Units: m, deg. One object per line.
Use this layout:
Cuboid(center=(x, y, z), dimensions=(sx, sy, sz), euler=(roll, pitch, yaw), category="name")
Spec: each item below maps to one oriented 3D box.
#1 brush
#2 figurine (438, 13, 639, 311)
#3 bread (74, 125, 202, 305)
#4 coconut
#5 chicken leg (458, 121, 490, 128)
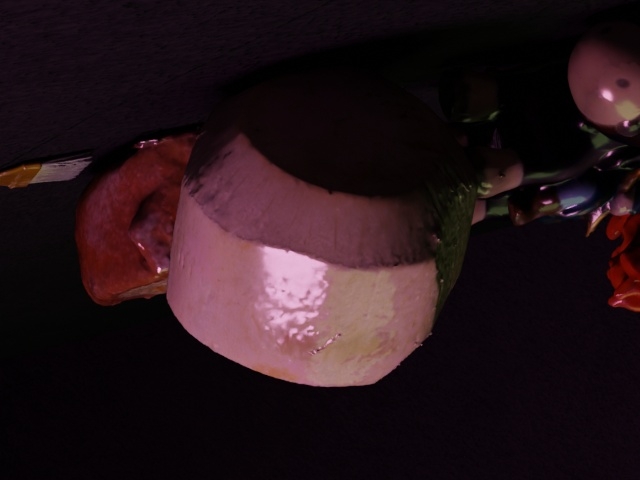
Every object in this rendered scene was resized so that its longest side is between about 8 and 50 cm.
Cuboid(center=(-0.286, -0.042, 1.564), dimensions=(0.205, 0.011, 0.083), euler=(-11, 176, -18), category="brush")
Cuboid(center=(0.277, -0.081, 1.626), dimensions=(0.412, 0.241, 0.306), euler=(13, 136, -37), category="figurine")
Cuboid(center=(-0.114, -0.018, 1.652), dimensions=(0.190, 0.123, 0.244), euler=(-12, 174, 5), category="bread")
Cuboid(center=(0.001, -0.003, 1.448), dimensions=(0.241, 0.241, 0.241), euler=(-13, 175, -1), category="coconut")
Cuboid(center=(0.118, -0.078, 1.933), dimensions=(0.196, 0.080, 0.125), euler=(-7, 167, 13), category="chicken leg")
